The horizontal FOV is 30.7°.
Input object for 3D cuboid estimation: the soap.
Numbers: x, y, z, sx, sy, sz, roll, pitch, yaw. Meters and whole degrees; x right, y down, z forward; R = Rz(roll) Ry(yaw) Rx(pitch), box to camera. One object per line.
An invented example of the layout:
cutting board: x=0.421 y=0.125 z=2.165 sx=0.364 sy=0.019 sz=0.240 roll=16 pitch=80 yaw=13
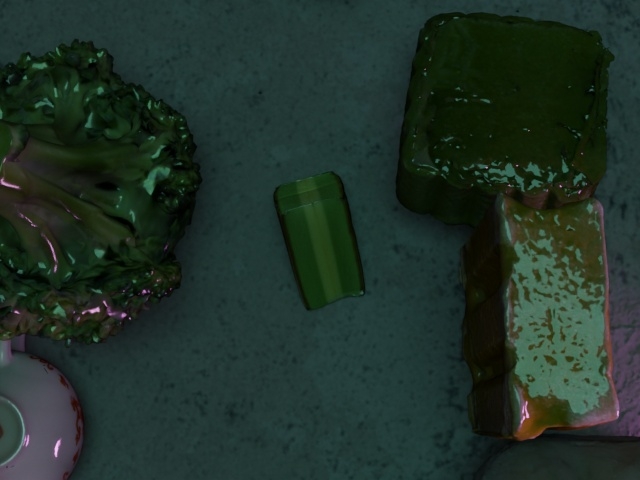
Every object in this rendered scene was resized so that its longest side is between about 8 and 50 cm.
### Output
soap: x=0.185 y=0.077 z=1.046 sx=0.091 sy=0.315 sz=0.199 roll=-3 pitch=80 yaw=0

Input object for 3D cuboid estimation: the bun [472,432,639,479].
bun: x=0.263 y=0.344 z=1.066 sx=0.355 sy=0.194 sz=0.354 roll=0 pitch=80 yaw=2

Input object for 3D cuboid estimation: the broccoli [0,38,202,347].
broccoli: x=-0.251 y=-0.041 z=1.116 sx=0.288 sy=0.260 sz=0.235 roll=55 pitch=129 yaw=24

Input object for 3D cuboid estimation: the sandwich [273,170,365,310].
sandwich: x=0.000 y=0.000 z=1.213 sx=0.074 sy=0.074 sz=0.116 roll=-14 pitch=114 yaw=-2

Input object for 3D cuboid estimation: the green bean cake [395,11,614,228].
green bean cake: x=0.180 y=-0.118 z=1.158 sx=0.200 sy=0.113 sz=0.214 roll=8 pitch=66 yaw=-1

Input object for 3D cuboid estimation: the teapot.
teapot: x=-0.313 y=0.176 z=1.150 sx=0.159 sy=0.116 sz=0.245 roll=6 pitch=76 yaw=12
